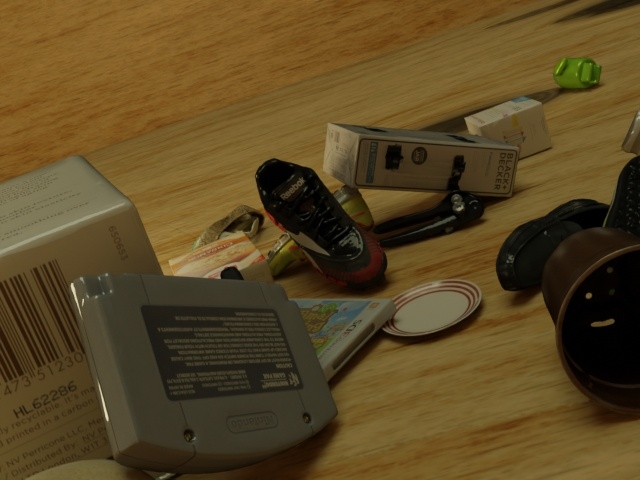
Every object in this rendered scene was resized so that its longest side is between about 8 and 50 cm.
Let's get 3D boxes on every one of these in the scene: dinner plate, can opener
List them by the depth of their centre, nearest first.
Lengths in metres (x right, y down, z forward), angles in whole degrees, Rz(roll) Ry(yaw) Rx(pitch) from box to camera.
[{"bbox_3d":[0.145,0.092,1.098,0.141,0.017,0.141,-17,19,6],"label":"dinner plate"},{"bbox_3d":[0.176,-0.029,1.348,0.186,0.073,0.059,-21,59,4],"label":"can opener"}]

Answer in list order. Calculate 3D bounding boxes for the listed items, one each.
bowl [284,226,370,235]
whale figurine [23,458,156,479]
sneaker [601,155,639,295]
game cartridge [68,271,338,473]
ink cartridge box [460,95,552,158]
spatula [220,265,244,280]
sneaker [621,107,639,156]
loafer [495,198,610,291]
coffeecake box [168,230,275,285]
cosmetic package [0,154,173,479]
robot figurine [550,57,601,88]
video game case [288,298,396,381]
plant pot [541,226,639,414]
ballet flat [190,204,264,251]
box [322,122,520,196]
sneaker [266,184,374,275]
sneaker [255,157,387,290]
[{"bbox_3d":[0.010,-0.034,1.498,0.142,0.053,0.142,-26,21,-21],"label":"bowl"},{"bbox_3d":[-0.189,0.317,0.694,0.216,0.141,0.272,-14,41,-22],"label":"whale figurine"},{"bbox_3d":[0.387,-0.018,1.033,0.084,0.097,0.235,27,50,22],"label":"sneaker"},{"bbox_3d":[-0.107,0.133,0.850,0.062,0.198,0.297,-30,-22,31],"label":"game cartridge"},{"bbox_3d":[0.344,-0.201,1.569,0.143,0.090,0.092,-21,20,-1],"label":"ink cartridge box"},{"bbox_3d":[-0.099,0.099,1.166,0.084,0.030,0.296,-25,30,-7],"label":"spatula"},{"bbox_3d":[0.574,-0.177,1.339,0.115,0.105,0.281,31,39,21],"label":"sneaker"},{"bbox_3d":[0.312,0.000,1.095,0.223,0.076,0.078,-30,14,-36],"label":"loafer"},{"bbox_3d":[-0.165,0.060,1.389,0.142,0.068,0.185,-22,21,-11],"label":"coffeecake box"},{"bbox_3d":[-0.359,0.120,1.033,0.329,0.328,0.393,-25,22,-16],"label":"cosmetic package"},{"bbox_3d":[0.563,-0.368,1.838,0.101,0.067,0.115,2,8,-29],"label":"robot figurine"},{"bbox_3d":[-0.033,0.136,1.112,0.212,0.023,0.193,-4,27,44],"label":"video game case"},{"bbox_3d":[0.303,0.063,0.840,0.167,0.167,0.165,-17,13,7],"label":"plant pot"},{"bbox_3d":[-0.169,-0.011,1.584,0.067,0.073,0.206,7,34,24],"label":"ballet flat"},{"bbox_3d":[0.167,-0.137,1.407,0.289,0.087,0.169,1,14,-19],"label":"box"},{"bbox_3d":[0.000,0.000,1.384,0.208,0.094,0.081,-39,-3,8],"label":"sneaker"},{"bbox_3d":[-0.009,-0.032,1.262,0.097,0.135,0.276,-42,58,-6],"label":"sneaker"}]
